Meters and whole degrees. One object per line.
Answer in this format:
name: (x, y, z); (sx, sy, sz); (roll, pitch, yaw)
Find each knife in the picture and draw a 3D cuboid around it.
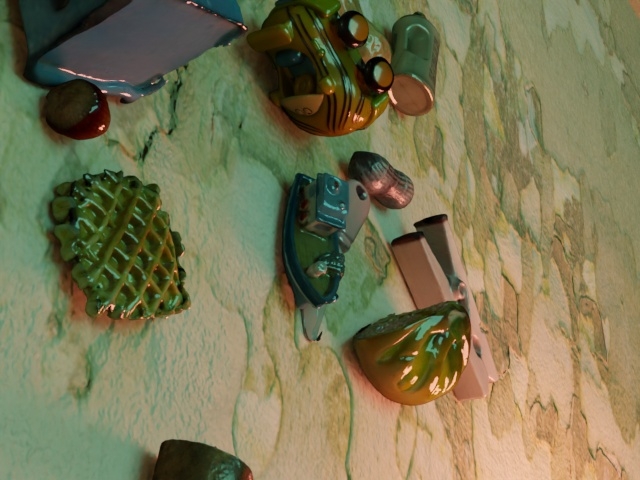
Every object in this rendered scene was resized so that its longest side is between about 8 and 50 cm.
knife: (0.017, 0.020, 2.015); (0.081, 0.043, 0.336); (47, 39, -26)

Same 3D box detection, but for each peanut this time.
peanut: (0.045, -0.359, 2.188); (0.256, 0.124, 0.123); (66, 30, -13)

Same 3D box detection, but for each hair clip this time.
hair clip: (0.232, 0.123, 2.259); (0.101, 0.085, 0.330); (-37, 107, -57)

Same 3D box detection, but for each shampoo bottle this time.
shampoo bottle: (0.181, -0.358, 2.444); (0.118, 0.087, 0.234); (47, 37, -36)

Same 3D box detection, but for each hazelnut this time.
hazelnut: (-0.300, -0.161, 1.564); (0.086, 0.086, 0.086); (35, 46, -46)

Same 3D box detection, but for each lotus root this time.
lotus root: (-0.146, 0.295, 1.516); (0.112, 0.122, 0.081); (78, 26, -42)

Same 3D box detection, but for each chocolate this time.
chocolate: (0.105, -0.104, 2.195); (0.167, 0.072, 0.072); (33, 47, -50)

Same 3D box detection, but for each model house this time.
model house: (-0.265, -0.362, 1.605); (0.237, 0.216, 0.303); (7, 64, -56)

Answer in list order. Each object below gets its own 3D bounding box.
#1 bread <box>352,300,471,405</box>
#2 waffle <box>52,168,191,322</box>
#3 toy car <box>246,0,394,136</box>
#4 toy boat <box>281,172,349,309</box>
bread: (0.171, 0.188, 2.059); (0.261, 0.158, 0.156); (-24, 98, -58)
waffle: (-0.244, 0.007, 1.576); (0.214, 0.054, 0.207); (4, 66, -55)
toy car: (-0.010, -0.265, 2.000); (0.142, 0.200, 0.247); (-44, 111, -34)
toy boat: (0.000, 0.000, 1.926); (0.109, 0.098, 0.237); (23, 54, -31)
